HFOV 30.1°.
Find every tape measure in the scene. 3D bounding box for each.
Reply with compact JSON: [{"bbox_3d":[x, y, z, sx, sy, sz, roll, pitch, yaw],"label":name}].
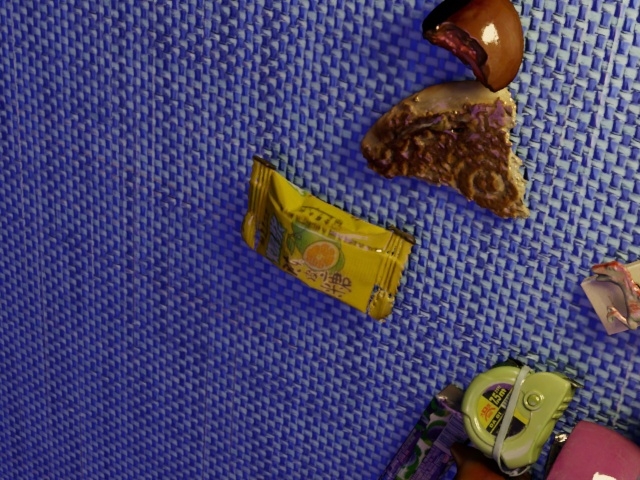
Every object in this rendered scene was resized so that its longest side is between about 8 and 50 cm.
[{"bbox_3d":[0.378,0.392,1.756,0.149,0.245,0.231,25,142,20],"label":"tape measure"},{"bbox_3d":[0.293,0.263,1.819,0.154,0.087,0.177,30,95,25],"label":"tape measure"}]

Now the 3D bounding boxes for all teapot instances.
[{"bbox_3d":[0.268,0.436,1.892,0.135,0.178,0.252,-12,97,39],"label":"teapot"}]

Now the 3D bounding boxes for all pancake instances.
[{"bbox_3d":[0.207,-0.119,1.733,0.244,0.057,0.266,48,136,-9],"label":"pancake"}]

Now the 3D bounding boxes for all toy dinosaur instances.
[{"bbox_3d":[0.496,0.084,1.601,0.242,0.053,0.167,-19,99,46],"label":"toy dinosaur"}]

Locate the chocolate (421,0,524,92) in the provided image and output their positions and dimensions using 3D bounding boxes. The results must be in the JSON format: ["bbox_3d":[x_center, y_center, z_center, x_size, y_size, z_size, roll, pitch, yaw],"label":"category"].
[{"bbox_3d":[0.213,-0.264,1.594,0.127,0.124,0.133,-26,119,24],"label":"chocolate"}]

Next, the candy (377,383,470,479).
[{"bbox_3d":[0.174,0.366,1.999,0.088,0.061,0.312,38,129,13],"label":"candy"}]

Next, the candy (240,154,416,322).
[{"bbox_3d":[0.000,0.000,1.901,0.297,0.081,0.187,29,129,17],"label":"candy"}]

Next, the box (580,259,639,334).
[{"bbox_3d":[0.459,0.071,1.672,0.167,0.024,0.090,-23,102,39],"label":"box"}]
